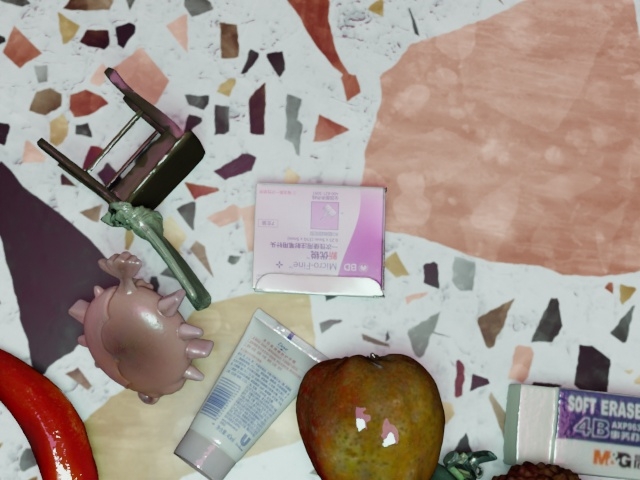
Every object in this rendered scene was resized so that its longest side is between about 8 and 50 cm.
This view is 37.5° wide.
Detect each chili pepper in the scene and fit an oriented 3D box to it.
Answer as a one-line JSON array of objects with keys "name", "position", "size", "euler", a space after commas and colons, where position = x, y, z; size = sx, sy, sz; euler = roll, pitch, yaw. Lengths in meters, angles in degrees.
[{"name": "chili pepper", "position": [-0.401, 0.282, 1.349], "size": [0.137, 0.092, 0.368], "euler": [-32, 78, 12]}]

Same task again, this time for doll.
[{"name": "doll", "position": [-0.256, 0.130, 1.318], "size": [0.211, 0.093, 0.261], "euler": [2, 122, 21]}]

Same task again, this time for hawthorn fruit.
[{"name": "hawthorn fruit", "position": [0.068, 0.280, 1.309], "size": [0.208, 0.208, 0.248], "euler": [1, 82, -3]}]

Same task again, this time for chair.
[{"name": "chair", "position": [-0.231, -0.071, 1.362], "size": [0.319, 0.160, 0.186], "euler": [41, 84, 5]}]

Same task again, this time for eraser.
[{"name": "eraser", "position": [0.417, 0.285, 1.386], "size": [0.279, 0.081, 0.124], "euler": [6, 82, -3]}]

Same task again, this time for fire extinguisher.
[{"name": "fire extinguisher", "position": [0.124, 0.408, 1.339], "size": [0.311, 0.114, 0.095], "euler": [-45, 98, -10]}]

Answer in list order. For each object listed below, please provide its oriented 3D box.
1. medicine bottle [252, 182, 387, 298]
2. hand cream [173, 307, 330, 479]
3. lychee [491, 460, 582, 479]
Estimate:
[{"name": "medicine bottle", "position": [0.000, 0.000, 1.419], "size": [0.201, 0.052, 0.171], "euler": [3, 82, -1]}, {"name": "hand cream", "position": [-0.111, 0.229, 1.375], "size": [0.133, 0.083, 0.248], "euler": [38, 71, 2]}, {"name": "lychee", "position": [0.297, 0.444, 1.250], "size": [0.264, 0.264, 0.300], "euler": [20, 51, 0]}]
